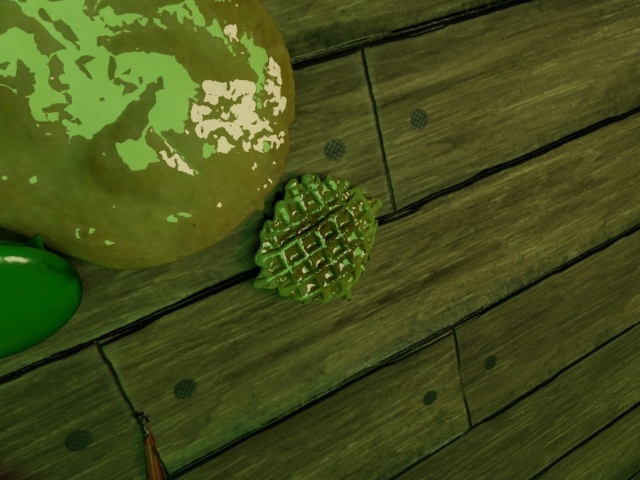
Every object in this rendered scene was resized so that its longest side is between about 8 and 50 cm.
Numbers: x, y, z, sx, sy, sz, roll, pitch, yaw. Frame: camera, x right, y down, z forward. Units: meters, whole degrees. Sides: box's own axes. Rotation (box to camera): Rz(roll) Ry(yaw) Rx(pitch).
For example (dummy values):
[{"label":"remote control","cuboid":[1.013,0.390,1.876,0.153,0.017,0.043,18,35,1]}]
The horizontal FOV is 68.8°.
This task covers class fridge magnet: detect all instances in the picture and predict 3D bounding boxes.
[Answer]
[{"label":"fridge magnet","cuboid":[-0.390,0.074,0.541,0.208,0.088,0.208,-26,150,-16]}]

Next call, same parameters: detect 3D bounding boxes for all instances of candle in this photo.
[{"label":"candle","cuboid":[-0.271,0.343,0.748,0.026,0.021,0.167,-13,109,-32]}]

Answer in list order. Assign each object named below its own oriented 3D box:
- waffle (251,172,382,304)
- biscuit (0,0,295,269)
[{"label":"waffle","cuboid":[0.000,0.000,0.752,0.208,0.054,0.213,14,93,-24]},{"label":"biscuit","cuboid":[-0.241,-0.165,0.563,0.446,0.104,0.429,40,86,-28]}]
